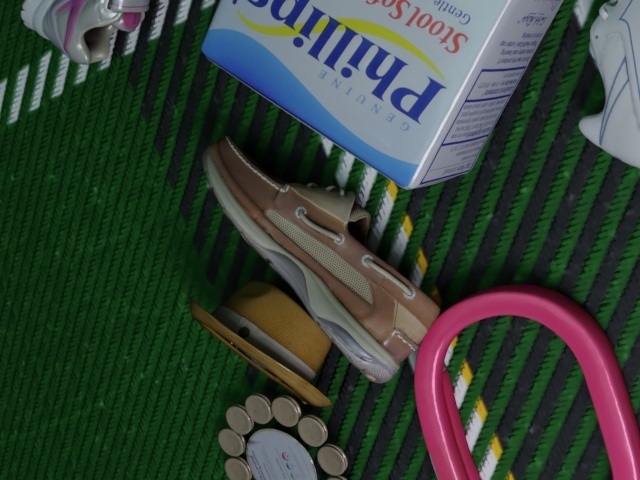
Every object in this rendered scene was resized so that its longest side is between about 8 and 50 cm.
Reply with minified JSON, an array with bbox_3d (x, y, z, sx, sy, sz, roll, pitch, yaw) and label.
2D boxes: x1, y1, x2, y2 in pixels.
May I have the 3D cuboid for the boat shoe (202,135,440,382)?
[{"bbox_3d":[0.000,0.000,1.128,0.116,0.123,0.324,-42,70,0],"label":"boat shoe"}]

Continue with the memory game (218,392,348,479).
[{"bbox_3d":[-0.041,0.257,1.228,0.186,0.012,0.186,15,118,29],"label":"memory game"}]

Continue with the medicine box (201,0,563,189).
[{"bbox_3d":[0.073,-0.240,1.011,0.263,0.149,0.289,35,113,19],"label":"medicine box"}]

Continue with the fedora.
[{"bbox_3d":[-0.051,0.100,1.161,0.194,0.194,0.079,33,79,19],"label":"fedora"}]

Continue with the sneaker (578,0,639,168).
[{"bbox_3d":[0.294,-0.191,0.913,0.129,0.111,0.297,24,118,31],"label":"sneaker"}]

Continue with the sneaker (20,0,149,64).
[{"bbox_3d":[-0.226,-0.296,1.200,0.111,0.103,0.252,48,124,8],"label":"sneaker"}]

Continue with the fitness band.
[{"bbox_3d":[0.209,0.187,1.078,0.209,0.054,0.291,-16,93,27],"label":"fitness band"}]
